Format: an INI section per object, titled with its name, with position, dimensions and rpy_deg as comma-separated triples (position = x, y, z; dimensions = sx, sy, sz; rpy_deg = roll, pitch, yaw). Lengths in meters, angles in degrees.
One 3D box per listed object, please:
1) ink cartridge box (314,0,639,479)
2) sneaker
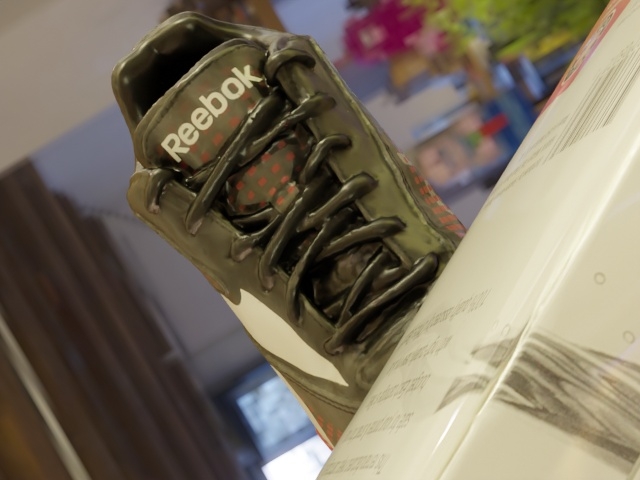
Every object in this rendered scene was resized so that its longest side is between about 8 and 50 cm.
[ink cartridge box]
position = 0.082, 0.048, 0.503
dimensions = 0.117, 0.283, 0.207
rpy_deg = 32, 170, -2
[sneaker]
position = 0.000, 0.000, 0.706
dimensions = 0.135, 0.097, 0.276
rpy_deg = 44, -175, -42
